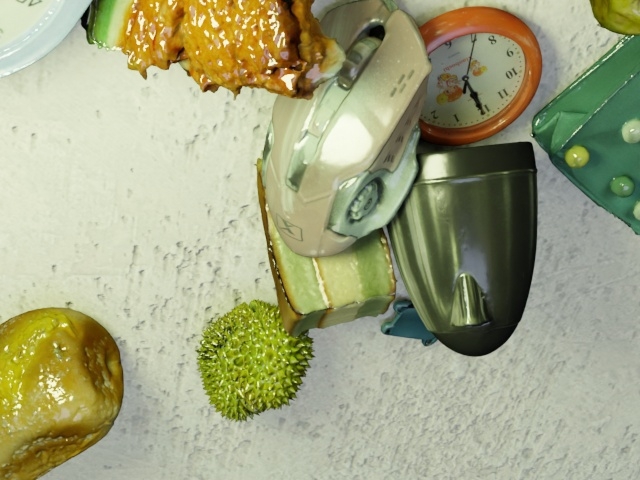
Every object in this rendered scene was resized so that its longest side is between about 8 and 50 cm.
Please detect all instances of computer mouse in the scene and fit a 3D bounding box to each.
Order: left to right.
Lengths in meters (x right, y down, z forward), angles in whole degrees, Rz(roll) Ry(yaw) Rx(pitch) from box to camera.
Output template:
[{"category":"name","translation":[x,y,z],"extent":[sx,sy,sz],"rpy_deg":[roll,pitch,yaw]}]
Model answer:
[{"category":"computer mouse","translation":[0.028,-0.151,1.703],"extent":[0.115,0.199,0.389],"rpy_deg":[-17,132,-60]}]

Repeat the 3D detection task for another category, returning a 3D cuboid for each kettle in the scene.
[{"category":"kettle","translation":[0.179,0.017,1.829],"extent":[0.207,0.251,0.271],"rpy_deg":[-7,91,-26]}]

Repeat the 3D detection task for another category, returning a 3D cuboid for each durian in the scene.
[{"category":"durian","translation":[-0.102,0.180,2.015],"extent":[0.159,0.146,0.198],"rpy_deg":[22,121,-28]}]

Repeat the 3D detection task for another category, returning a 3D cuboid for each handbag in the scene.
[{"category":"handbag","translation":[0.454,-0.148,1.879],"extent":[0.274,0.100,0.269],"rpy_deg":[-39,128,22]}]

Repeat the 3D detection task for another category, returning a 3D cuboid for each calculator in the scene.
[{"category":"calculator","translation":[0.164,0.123,2.114],"extent":[0.141,0.019,0.094],"rpy_deg":[9,130,-23]}]

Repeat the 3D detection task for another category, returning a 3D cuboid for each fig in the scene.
[{"category":"fig","translation":[0.384,-0.314,1.686],"extent":[0.154,0.144,0.165],"rpy_deg":[23,154,10]}]

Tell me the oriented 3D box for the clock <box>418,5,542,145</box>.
[{"category":"clock","translation":[0.184,-0.209,1.791],"extent":[0.205,0.051,0.205],"rpy_deg":[-8,132,-8]}]

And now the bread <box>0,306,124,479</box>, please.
[{"category":"bread","translation":[-0.411,0.214,1.940],"extent":[0.246,0.195,0.176],"rpy_deg":[-33,135,16]}]

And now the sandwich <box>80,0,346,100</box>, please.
[{"category":"sandwich","translation":[-0.096,-0.268,1.568],"extent":[0.162,0.301,0.250],"rpy_deg":[-30,154,-56]}]

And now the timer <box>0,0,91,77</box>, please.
[{"category":"timer","translation":[-0.421,-0.317,1.467],"extent":[0.395,0.173,0.395],"rpy_deg":[-8,133,-8]}]

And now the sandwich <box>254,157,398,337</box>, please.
[{"category":"sandwich","translation":[0.001,0.000,1.908],"extent":[0.155,0.227,0.198],"rpy_deg":[-11,169,-5]}]
